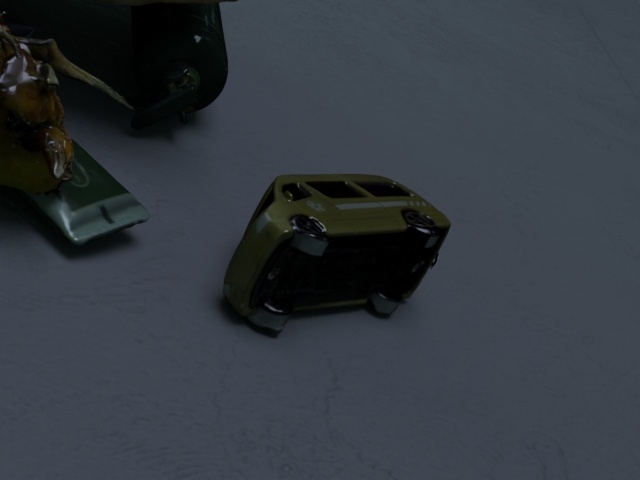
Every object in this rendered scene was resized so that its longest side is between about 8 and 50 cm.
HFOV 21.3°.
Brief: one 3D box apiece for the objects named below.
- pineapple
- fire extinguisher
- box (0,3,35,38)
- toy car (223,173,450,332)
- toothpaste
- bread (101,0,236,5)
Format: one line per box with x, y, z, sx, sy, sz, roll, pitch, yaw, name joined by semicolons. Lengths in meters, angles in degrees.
-0.312;-0.161;1.369;0.334;0.161;0.158;21;46;-4;pineapple
-0.152;-0.207;1.751;0.114;0.095;0.311;-13;34;-1;fire extinguisher
-0.313;-0.200;1.599;0.050;0.036;0.117;33;11;4;box
0.000;0.000;1.538;0.124;0.101;0.256;42;27;31;toy car
-0.309;-0.131;1.494;0.392;0.061;0.099;43;36;17;toothpaste
-0.262;-0.392;1.616;0.390;0.279;0.371;7;20;-15;bread
